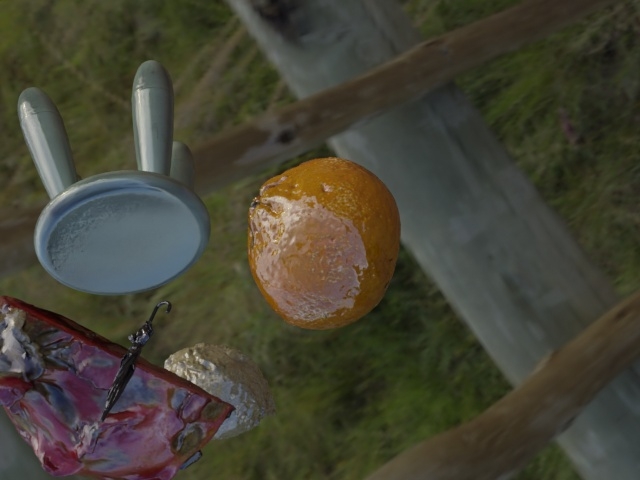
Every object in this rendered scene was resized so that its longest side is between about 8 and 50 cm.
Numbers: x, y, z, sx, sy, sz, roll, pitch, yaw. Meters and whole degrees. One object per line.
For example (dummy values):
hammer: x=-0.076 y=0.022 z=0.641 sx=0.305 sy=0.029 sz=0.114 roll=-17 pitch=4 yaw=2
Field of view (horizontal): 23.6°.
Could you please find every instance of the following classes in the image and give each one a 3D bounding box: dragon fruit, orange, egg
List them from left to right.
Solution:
dragon fruit: x=-0.247 y=0.136 z=1.396 sx=0.262 sy=0.211 sz=0.134 roll=22 pitch=79 yaw=36
egg: x=-0.125 y=0.181 z=1.822 sx=0.140 sy=0.118 sz=0.116 roll=22 pitch=94 yaw=26
orange: x=-0.001 y=0.002 z=1.185 sx=0.118 sy=0.135 sz=0.135 roll=12 pitch=121 yaw=-4

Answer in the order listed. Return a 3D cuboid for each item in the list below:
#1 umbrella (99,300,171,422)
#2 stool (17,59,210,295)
umbrella: x=-0.150 y=0.095 z=1.210 sx=0.022 sy=0.122 sz=0.013 roll=0 pitch=137 yaw=35
stool: x=-0.233 y=-0.070 z=1.743 sx=0.195 sy=0.195 sz=0.198 roll=79 pitch=179 yaw=-53
